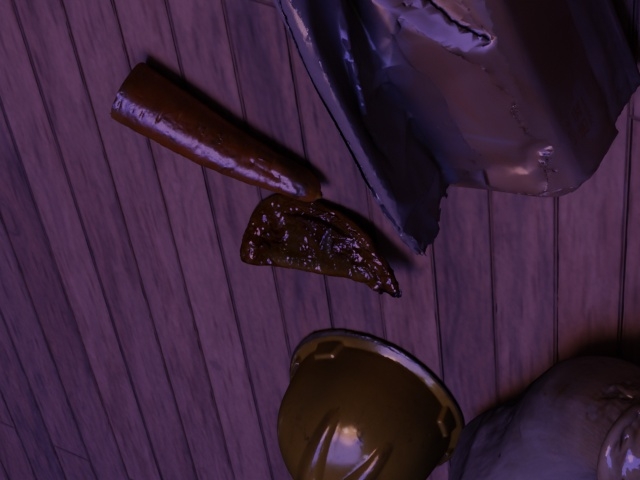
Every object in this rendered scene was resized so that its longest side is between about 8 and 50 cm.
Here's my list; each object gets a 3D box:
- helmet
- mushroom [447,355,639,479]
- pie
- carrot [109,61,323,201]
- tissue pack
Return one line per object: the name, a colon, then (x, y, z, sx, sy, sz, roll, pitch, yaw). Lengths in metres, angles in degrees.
helmet: (0.028, 0.217, 1.891, 0.205, 0.140, 0.257, 32, 146, 4)
mushroom: (0.225, 0.195, 1.644, 0.126, 0.177, 0.397, 31, 147, -6)
pie: (-0.002, -0.002, 1.718, 0.191, 0.033, 0.088, 13, 127, 33)
carrot: (-0.090, -0.090, 1.664, 0.210, 0.061, 0.061, 29, 148, 2)
tissue pack: (0.059, -0.164, 1.260, 0.238, 0.238, 0.305, 7, 139, 37)
